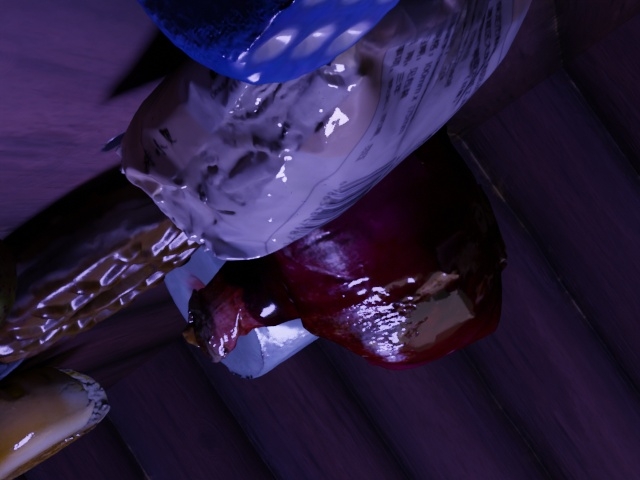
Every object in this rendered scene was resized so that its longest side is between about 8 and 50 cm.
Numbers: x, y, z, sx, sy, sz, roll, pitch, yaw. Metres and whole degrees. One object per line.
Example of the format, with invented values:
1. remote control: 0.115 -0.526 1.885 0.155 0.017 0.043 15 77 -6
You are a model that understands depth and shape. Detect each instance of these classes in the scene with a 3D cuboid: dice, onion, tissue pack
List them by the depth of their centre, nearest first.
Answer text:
1. dice: -0.028 -0.189 0.703 0.146 0.146 0.143 -43 169 35
2. tissue pack: 0.036 -0.164 1.029 0.390 0.195 0.375 -36 176 -43
3. onion: 0.000 0.000 1.448 0.420 0.398 0.398 -23 178 15
4. dice: -0.069 0.026 1.732 0.262 0.268 0.264 -33 174 -25

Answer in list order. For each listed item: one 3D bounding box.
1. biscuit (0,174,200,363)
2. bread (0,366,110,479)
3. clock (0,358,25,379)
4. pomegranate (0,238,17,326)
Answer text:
1. biscuit: -0.270 0.027 1.399 0.332 0.103 0.332 -33 175 -3
2. bread: -0.548 0.333 2.140 0.333 0.160 0.333 -33 173 -5
3. clock: -0.534 0.208 1.732 0.215 0.042 0.215 -34 175 -4
4. pomegranate: -0.347 0.039 1.071 0.142 0.114 0.114 6 150 -34
